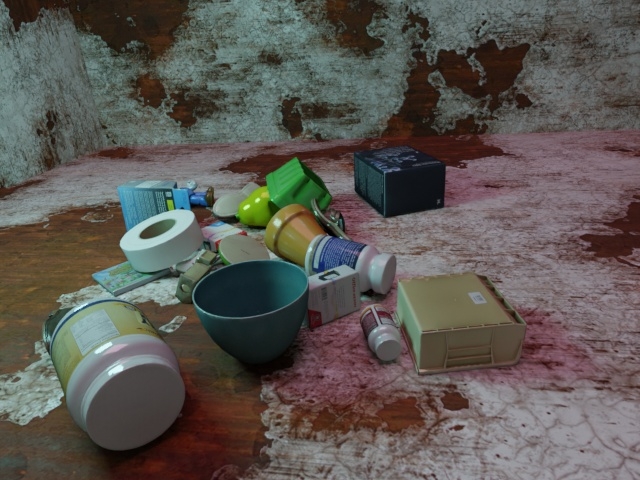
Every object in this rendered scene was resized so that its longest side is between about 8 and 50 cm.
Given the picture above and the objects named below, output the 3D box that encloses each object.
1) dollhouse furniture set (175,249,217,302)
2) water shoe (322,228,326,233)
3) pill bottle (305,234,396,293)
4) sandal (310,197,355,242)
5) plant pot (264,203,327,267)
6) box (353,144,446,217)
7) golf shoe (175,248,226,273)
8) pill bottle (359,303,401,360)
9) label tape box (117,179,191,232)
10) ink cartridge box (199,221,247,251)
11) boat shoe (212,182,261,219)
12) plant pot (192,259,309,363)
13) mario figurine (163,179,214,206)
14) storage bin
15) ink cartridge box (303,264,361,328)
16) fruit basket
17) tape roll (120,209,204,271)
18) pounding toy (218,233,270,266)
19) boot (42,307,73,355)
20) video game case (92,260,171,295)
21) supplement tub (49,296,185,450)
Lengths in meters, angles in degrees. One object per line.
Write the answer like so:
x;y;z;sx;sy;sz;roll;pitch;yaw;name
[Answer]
-0.357;0.141;1.542;0.160;0.101;0.182;25;28;4;dollhouse furniture set
0.000;0.000;1.760;0.072;0.080;0.203;-16;27;-24;water shoe
0.097;0.077;1.479;0.264;0.153;0.153;13;29;28;pill bottle
0.062;-0.059;1.772;0.086;0.120;0.303;-39;56;-5;sandal
-0.062;0.003;1.654;0.205;0.205;0.188;-23;46;-35;plant pot
0.355;-0.289;2.179;0.293;0.212;0.395;-10;26;-13;box
-0.431;0.068;1.681;0.186;0.086;0.067;-11;26;-11;golf shoe
0.156;0.237;1.204;0.086;0.086;0.152;-7;24;-5;pill bottle
-0.655;-0.119;1.948;0.333;0.241;0.106;4;24;16;label tape box
-0.373;0.005;1.817;0.134;0.078;0.231;-26;32;-38;ink cartridge box
-0.391;-0.166;2.179;0.116;0.097;0.324;43;40;3;boat shoe
-0.167;0.200;1.208;0.290;0.196;0.290;-3;25;2;plant pot
-0.689;-0.241;2.295;0.320;0.170;0.198;-1;-11;-10;mario figurine
0.347;0.201;1.208;0.260;0.123;0.262;-5;24;-2;storage bin
0.023;0.160;1.348;0.175;0.128;0.072;-17;24;-27;ink cartridge box
-0.162;-0.155;2.011;0.392;0.283;0.392;-41;24;23;fruit basket
-0.581;-0.005;1.725;0.286;0.100;0.286;-14;29;8;tape roll
-0.259;0.095;1.606;0.237;0.110;0.183;44;35;22;pounding toy
-0.724;0.246;1.343;0.106;0.082;0.219;-15;24;-16;boot
-0.681;0.120;1.684;0.212;0.023;0.193;-26;32;-38;video game case
-0.450;0.283;1.036;0.228;0.228;0.316;-21;29;-31;supplement tub
